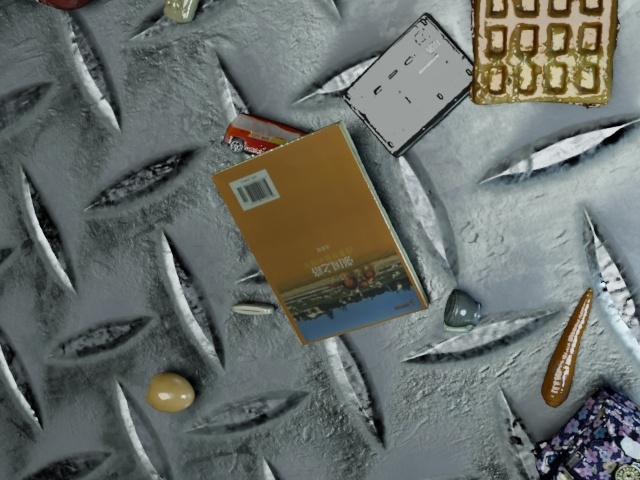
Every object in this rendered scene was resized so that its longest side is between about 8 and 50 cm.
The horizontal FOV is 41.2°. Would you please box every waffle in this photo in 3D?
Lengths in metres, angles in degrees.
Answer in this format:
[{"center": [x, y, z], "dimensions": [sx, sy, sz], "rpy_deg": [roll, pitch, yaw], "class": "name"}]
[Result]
[{"center": [0.343, -0.367, 1.301], "dimensions": [0.224, 0.098, 0.327], "rpy_deg": [4, 102, 17], "class": "waffle"}]

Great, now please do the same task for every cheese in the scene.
[{"center": [-0.228, -0.483, 1.516], "dimensions": [0.065, 0.043, 0.194], "rpy_deg": [28, 110, 11], "class": "cheese"}]

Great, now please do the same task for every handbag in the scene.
[{"center": [0.481, 0.371, 1.406], "dimensions": [0.229, 0.127, 0.208], "rpy_deg": [36, 111, 0], "class": "handbag"}]

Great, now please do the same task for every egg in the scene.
[{"center": [-0.299, 0.305, 1.699], "dimensions": [0.096, 0.080, 0.080], "rpy_deg": [21, 108, 5], "class": "egg"}]

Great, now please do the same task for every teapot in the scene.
[{"center": [0.245, 0.129, 1.477], "dimensions": [0.057, 0.066, 0.088], "rpy_deg": [15, 130, -1], "class": "teapot"}]

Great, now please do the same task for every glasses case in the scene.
[{"center": [-0.128, 0.130, 1.622], "dimensions": [0.083, 0.032, 0.021], "rpy_deg": [3, 100, 20], "class": "glasses case"}]

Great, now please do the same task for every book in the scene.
[{"center": [0.000, 0.000, 1.501], "dimensions": [0.262, 0.028, 0.374], "rpy_deg": [-19, 110, 22], "class": "book"}]

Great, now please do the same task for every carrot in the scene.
[{"center": [0.419, 0.179, 1.433], "dimensions": [0.048, 0.048, 0.216], "rpy_deg": [18, 102, 16], "class": "carrot"}]

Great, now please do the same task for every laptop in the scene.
[{"center": [0.153, -0.258, 1.437], "dimensions": [0.207, 0.026, 0.154], "rpy_deg": [-42, 86, 22], "class": "laptop"}]

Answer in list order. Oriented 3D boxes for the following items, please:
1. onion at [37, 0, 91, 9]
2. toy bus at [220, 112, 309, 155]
[{"center": [-0.480, -0.514, 1.546], "dimensions": [0.184, 0.147, 0.184], "rpy_deg": [0, 91, 10], "class": "onion"}, {"center": [-0.088, -0.175, 1.519], "dimensions": [0.174, 0.079, 0.077], "rpy_deg": [20, 100, 15], "class": "toy bus"}]
